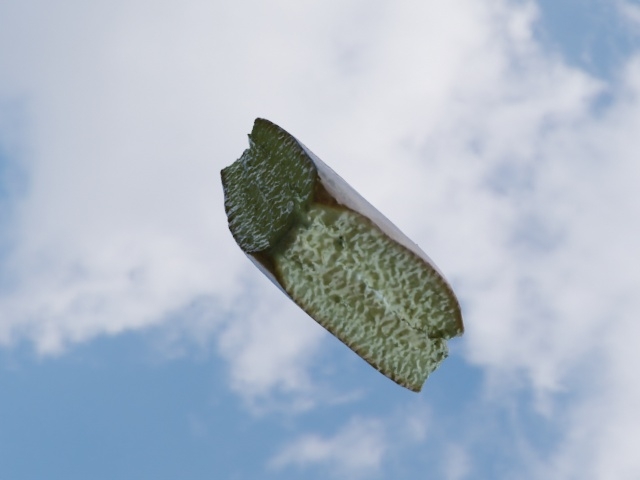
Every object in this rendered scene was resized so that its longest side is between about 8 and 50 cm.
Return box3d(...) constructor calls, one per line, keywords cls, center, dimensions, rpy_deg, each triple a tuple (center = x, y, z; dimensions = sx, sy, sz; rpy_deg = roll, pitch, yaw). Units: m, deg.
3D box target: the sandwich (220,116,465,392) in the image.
box3d(cls="sandwich", center=(0.000, 0.000, 0.402), dimensions=(0.083, 0.044, 0.031), rpy_deg=(43, -84, 17))
